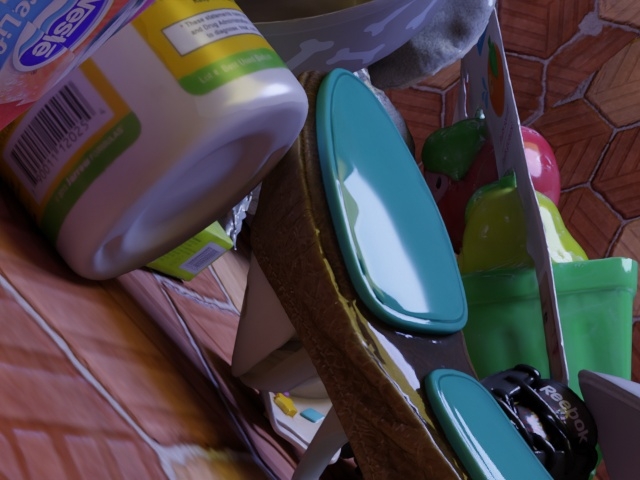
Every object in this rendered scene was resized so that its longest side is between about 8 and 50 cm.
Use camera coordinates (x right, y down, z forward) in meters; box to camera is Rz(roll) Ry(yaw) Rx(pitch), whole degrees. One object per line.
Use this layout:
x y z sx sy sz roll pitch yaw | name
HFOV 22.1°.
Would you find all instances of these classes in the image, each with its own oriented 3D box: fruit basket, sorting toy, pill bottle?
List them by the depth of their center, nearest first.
-0.130 -0.115 0.772 0.245 0.136 0.136 52 5 11 | pill bottle
-0.014 0.086 0.889 0.083 0.045 0.075 41 18 -26 | sorting toy
0.130 0.015 1.296 0.327 0.165 0.353 92 -15 -64 | fruit basket

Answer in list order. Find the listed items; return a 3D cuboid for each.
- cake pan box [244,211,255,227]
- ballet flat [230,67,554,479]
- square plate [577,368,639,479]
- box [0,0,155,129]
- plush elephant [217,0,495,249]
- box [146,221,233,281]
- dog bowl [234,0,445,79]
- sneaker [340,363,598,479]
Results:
0.000 0.000 1.479 0.267 0.070 0.246 54 4 31 | cake pan box
0.027 0.075 0.800 0.116 0.124 0.342 14 45 -53 | ballet flat
0.311 0.254 0.956 0.344 0.049 0.347 24 -40 60 | square plate
-0.203 -0.188 0.627 0.300 0.142 0.154 53 6 21 | box
-0.019 -0.160 1.209 0.272 0.255 0.330 27 18 -7 | plush elephant
-0.127 -0.060 0.935 0.178 0.042 0.109 52 4 12 | box
-0.051 -0.241 1.042 0.349 0.349 0.102 53 -19 25 | dog bowl
0.098 0.129 1.002 0.097 0.135 0.276 58 9 21 | sneaker
